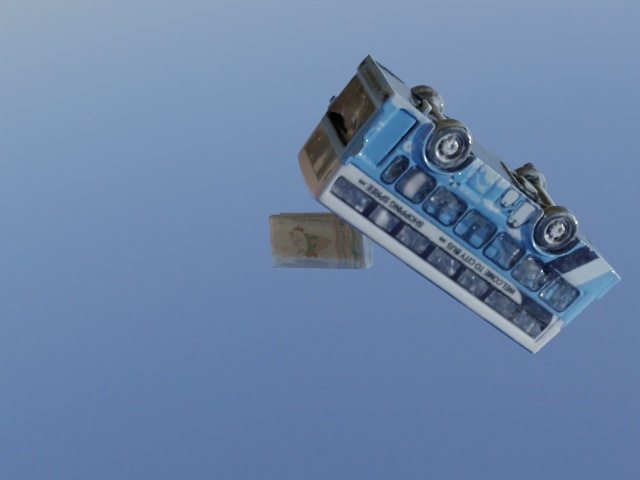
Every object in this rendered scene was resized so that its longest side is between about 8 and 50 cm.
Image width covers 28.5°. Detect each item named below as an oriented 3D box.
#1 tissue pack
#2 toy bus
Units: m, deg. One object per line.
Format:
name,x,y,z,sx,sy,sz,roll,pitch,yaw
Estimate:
tissue pack,0.000,0.000,1.227,0.108,0.056,0.023,-1,-173,34
toy bus,0.124,-0.028,1.113,0.131,0.297,0.106,-48,-152,15
